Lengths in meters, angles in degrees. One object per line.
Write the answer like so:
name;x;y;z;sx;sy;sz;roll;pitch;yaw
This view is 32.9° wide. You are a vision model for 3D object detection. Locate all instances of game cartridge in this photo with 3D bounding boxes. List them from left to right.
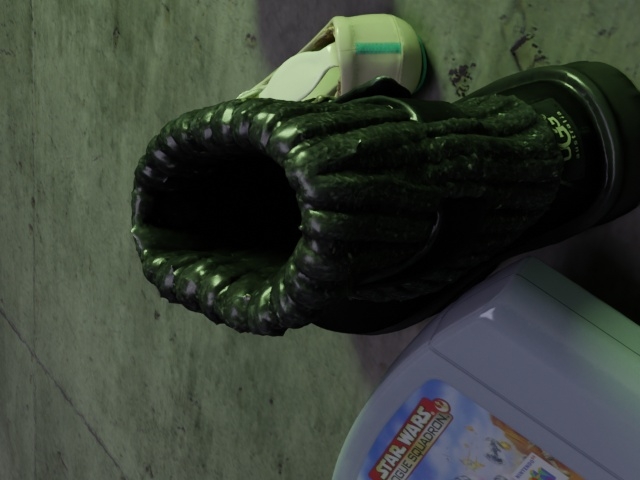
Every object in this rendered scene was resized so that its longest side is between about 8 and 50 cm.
game cartridge;0.115;0.149;0.671;0.198;0.062;0.297;31;136;5

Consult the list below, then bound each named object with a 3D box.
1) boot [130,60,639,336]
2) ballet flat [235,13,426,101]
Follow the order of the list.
boot;-0.001;-0.004;0.655;0.348;0.260;0.131;-36;74;54
ballet flat;-0.021;-0.100;0.804;0.248;0.086;0.086;-30;79;55
